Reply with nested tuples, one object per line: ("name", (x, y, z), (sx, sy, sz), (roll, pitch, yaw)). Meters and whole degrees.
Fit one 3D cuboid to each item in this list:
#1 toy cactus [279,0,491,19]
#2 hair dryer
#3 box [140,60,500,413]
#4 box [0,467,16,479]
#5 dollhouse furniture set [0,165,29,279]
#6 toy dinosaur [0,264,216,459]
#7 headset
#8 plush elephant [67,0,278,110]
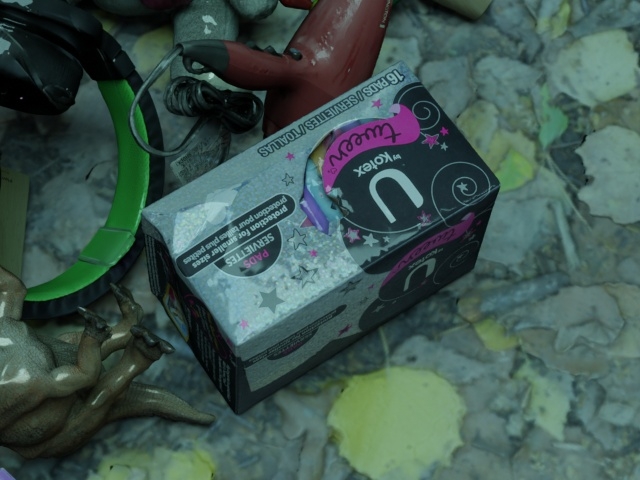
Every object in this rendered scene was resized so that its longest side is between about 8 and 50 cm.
("toy cactus", (0.072, -0.259, 1.440), (0.180, 0.112, 0.219), (35, 64, -9))
("hair dryer", (-0.027, -0.129, 1.292), (0.080, 0.223, 0.293), (34, 68, 18))
("box", (0.000, 0.000, 1.268), (0.247, 0.163, 0.142), (-32, 71, -16))
("box", (-0.309, 0.291, 1.093), (0.057, 0.201, 0.293), (43, 69, -1))
("dollhouse furniture set", (-0.343, -0.016, 1.327), (0.151, 0.123, 0.144), (18, 61, -34))
("toy dinosaur", (-0.225, 0.123, 1.198), (0.127, 0.295, 0.200), (38, 99, 40))
("headset", (-0.258, -0.108, 1.197), (0.394, 0.185, 0.243), (49, 63, -31))
("plush elephant", (-0.152, -0.303, 1.338), (0.271, 0.255, 0.330), (16, 64, 8))
